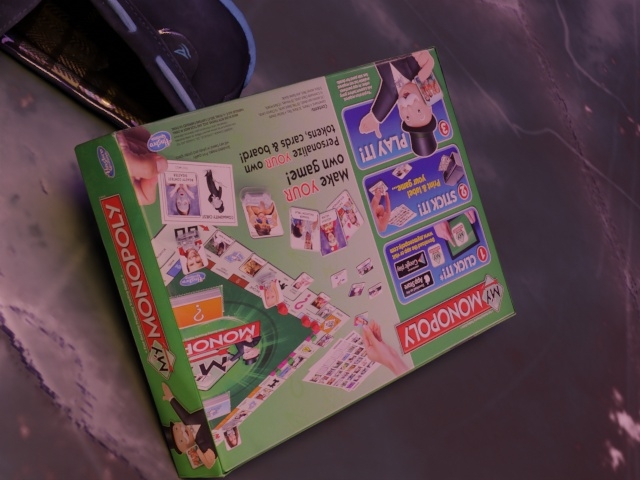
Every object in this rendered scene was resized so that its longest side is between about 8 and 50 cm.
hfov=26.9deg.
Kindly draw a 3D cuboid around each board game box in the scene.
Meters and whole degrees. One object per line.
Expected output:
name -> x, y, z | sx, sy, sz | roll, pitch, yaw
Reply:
board game box -> 0.000, 0.000, 0.900 | 0.317, 0.046, 0.213 | -21, 97, -46

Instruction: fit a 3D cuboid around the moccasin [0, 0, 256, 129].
moccasin -> -0.183, -0.170, 0.837 | 0.342, 0.138, 0.117 | 28, 53, -22
